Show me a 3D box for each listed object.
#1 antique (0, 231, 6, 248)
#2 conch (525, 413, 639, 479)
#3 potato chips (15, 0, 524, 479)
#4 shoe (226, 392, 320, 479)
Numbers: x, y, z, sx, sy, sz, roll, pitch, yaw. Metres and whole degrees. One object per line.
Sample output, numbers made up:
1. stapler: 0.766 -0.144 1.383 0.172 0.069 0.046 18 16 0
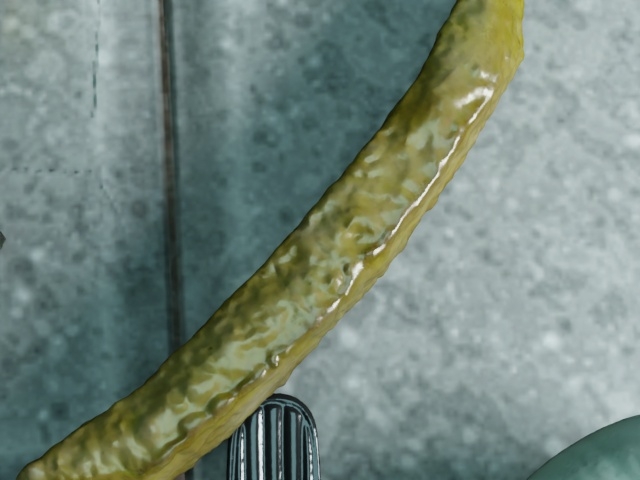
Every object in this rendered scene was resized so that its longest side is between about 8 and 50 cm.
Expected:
1. antique: -0.263 0.020 0.793 0.183 0.088 0.086 -39 83 -8
2. conch: 0.163 0.179 0.741 0.221 0.121 0.185 -17 69 4
3. potato chips: 0.000 0.000 0.809 0.080 0.057 0.407 37 80 24
4. shoe: -0.021 0.154 0.785 0.062 0.053 0.159 -3 75 -4
